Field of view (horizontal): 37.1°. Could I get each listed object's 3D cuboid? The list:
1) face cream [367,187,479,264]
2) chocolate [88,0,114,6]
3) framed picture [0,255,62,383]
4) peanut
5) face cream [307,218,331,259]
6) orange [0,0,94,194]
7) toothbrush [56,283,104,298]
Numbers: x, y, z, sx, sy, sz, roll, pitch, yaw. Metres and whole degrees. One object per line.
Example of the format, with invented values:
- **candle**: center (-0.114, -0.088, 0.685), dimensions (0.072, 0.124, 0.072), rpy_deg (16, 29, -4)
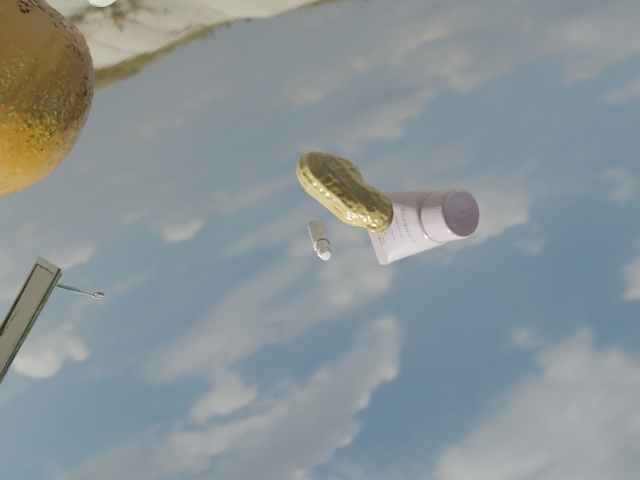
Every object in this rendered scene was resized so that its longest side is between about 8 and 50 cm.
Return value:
- **face cream**: center (0.172, -0.037, 1.785), dimensions (0.096, 0.154, 0.274), rpy_deg (-27, -171, -34)
- **chocolate**: center (-0.405, -0.525, 1.641), dimensions (0.110, 0.291, 0.110), rpy_deg (-17, 153, -9)
- **framed picture**: center (-0.565, 0.161, 1.771), dimensions (0.273, 0.016, 0.216), rpy_deg (-62, -154, -7)
- **peanut**: center (0.043, -0.085, 1.637), dimensions (0.093, 0.194, 0.083), rpy_deg (-50, 175, -49)
- **face cream**: center (0.000, 0.000, 1.934), dimensions (0.034, 0.034, 0.130), rpy_deg (-27, -150, 4)
- **orange**: center (-0.411, -0.185, 1.158), dimensions (0.274, 0.274, 0.274), rpy_deg (-26, -165, 7)
- **toothbrush**: center (-0.495, 0.098, 1.918), dimensions (0.014, 0.011, 0.167), rpy_deg (-32, 153, 21)
